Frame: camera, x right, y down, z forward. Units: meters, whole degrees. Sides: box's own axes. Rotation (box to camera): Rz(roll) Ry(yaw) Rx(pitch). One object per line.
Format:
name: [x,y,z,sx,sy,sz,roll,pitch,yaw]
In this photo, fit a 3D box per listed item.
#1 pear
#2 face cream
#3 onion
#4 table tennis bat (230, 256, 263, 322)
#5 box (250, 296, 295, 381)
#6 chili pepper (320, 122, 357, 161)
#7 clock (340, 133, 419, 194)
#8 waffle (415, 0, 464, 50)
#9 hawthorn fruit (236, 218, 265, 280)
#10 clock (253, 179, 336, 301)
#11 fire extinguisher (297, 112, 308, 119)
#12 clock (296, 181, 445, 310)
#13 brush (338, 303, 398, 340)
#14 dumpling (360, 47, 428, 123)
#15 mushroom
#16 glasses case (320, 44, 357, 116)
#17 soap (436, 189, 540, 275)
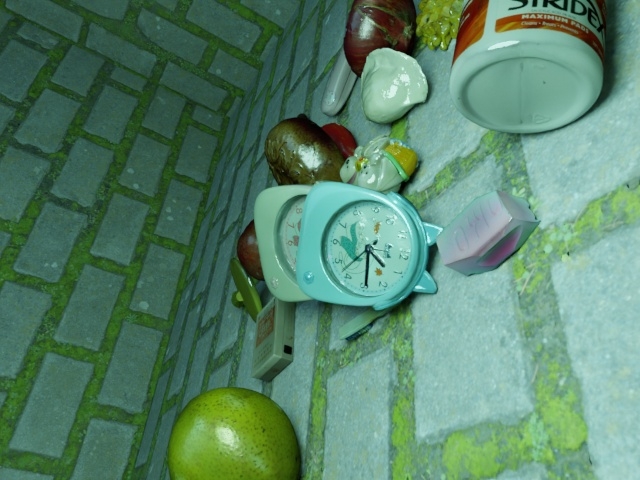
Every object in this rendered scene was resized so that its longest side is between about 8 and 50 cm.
pear: [-0.177,0.443,1.049,0.294,0.294,0.294,-48,29,38]
face cream: [0.298,-0.283,0.737,0.201,0.201,0.187,-23,48,59]
onion: [0.160,-0.524,1.287,0.248,0.161,0.248,-60,-12,-22]
table tennis bat: [-0.239,0.171,1.619,0.224,0.054,0.368,66,160,7]
box: [-0.126,0.258,1.370,0.141,0.058,0.201,-48,29,40]
chili pepper: [0.029,-0.276,1.493,0.368,0.091,0.137,-142,61,-70]
clock: [0.121,-0.152,1.112,0.144,0.103,0.231,-42,22,-5]
waffle: [0.307,-0.578,1.173,0.260,0.069,0.293,-43,32,44]
hawthorn fruit: [-0.152,0.021,1.457,0.248,0.208,0.208,-4,65,56]
clock: [0.000,0.000,1.125,0.324,0.108,0.265,-5,95,40]
fire extinguisher: [-0.056,-0.428,1.879,0.158,0.043,0.064,-111,18,-60]
clock: [0.091,0.016,0.938,0.274,0.094,0.224,12,96,25]
brush: [0.103,0.150,1.003,0.178,0.030,0.033,-39,27,31]
dumpling: [0.152,-0.364,1.208,0.216,0.126,0.167,-133,23,-80]
mushroom: [-0.029,-0.178,1.306,0.163,0.278,0.297,-41,61,-5]
glasses case: [0.078,-0.541,1.640,0.297,0.075,0.113,-68,21,-4]
soap: [0.252,-0.012,0.780,0.149,0.056,0.100,-50,30,36]
